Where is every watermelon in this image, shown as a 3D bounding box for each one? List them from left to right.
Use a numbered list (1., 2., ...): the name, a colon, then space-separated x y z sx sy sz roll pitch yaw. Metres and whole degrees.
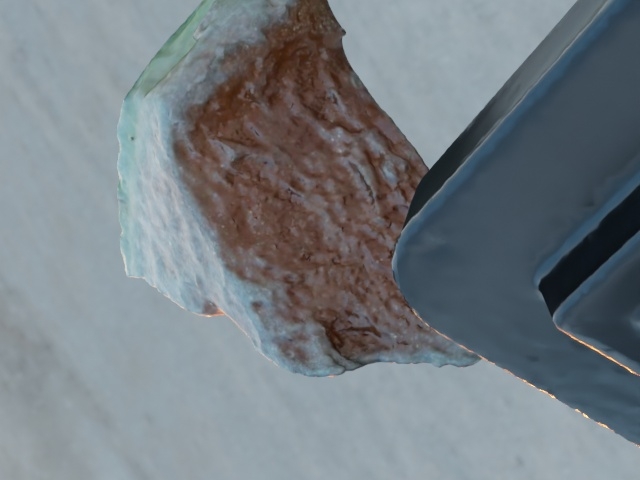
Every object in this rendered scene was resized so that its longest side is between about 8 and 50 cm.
1. watermelon: -0.008 0.001 0.625 0.158 0.098 0.121 54 162 11

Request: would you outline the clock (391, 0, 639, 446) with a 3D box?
1. clock: 0.191 0.000 0.462 0.273 0.049 0.279 29 134 -12
